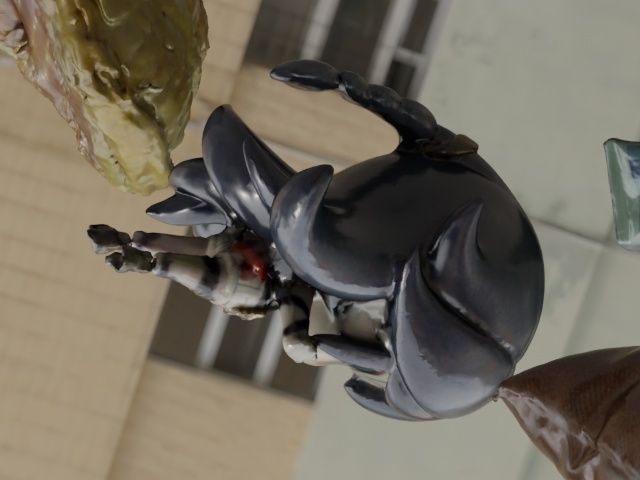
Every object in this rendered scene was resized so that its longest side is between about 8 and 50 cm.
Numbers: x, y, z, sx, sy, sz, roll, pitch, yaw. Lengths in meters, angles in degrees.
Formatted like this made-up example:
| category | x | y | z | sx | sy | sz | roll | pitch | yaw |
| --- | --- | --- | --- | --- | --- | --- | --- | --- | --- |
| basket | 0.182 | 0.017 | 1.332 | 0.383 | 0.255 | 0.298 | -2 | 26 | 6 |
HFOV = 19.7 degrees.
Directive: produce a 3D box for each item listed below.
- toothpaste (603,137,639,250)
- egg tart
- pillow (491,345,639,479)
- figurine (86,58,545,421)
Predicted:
| category | x | y | z | sx | sy | sz | roll | pitch | yaw |
| --- | --- | --- | --- | --- | --- | --- | --- | --- | --- |
| toothpaste | 0.301 | -0.037 | 1.157 | 0.268 | 0.047 | 0.069 | -3 | 134 | 38 |
| egg tart | -0.170 | -0.188 | 1.331 | 0.339 | 0.153 | 0.352 | 47 | 165 | 49 |
| pillow | 0.247 | 0.103 | 0.545 | 0.307 | 0.108 | 0.305 | 3 | -162 | -19 |
| figurine | 0.014 | 0.008 | 1.117 | 0.265 | 0.197 | 0.175 | 36 | -158 | -38 |
